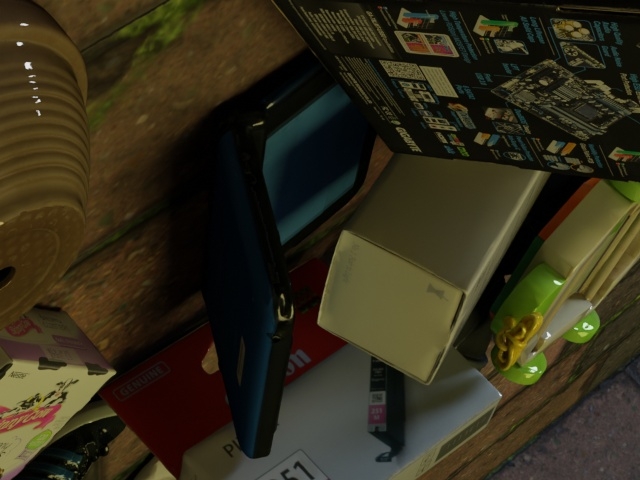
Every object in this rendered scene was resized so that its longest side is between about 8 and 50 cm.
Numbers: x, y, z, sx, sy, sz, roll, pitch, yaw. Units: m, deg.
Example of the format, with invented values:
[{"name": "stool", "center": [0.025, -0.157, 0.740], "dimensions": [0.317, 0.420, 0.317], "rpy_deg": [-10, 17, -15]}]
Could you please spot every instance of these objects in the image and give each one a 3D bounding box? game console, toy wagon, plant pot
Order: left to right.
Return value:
[{"name": "plant pot", "center": [-0.209, -0.015, 0.897], "dimensions": [0.237, 0.110, 0.237], "rpy_deg": [-38, 162, -15]}, {"name": "game console", "center": [0.000, 0.000, 1.280], "dimensions": [0.173, 0.250, 0.293], "rpy_deg": [-10, 153, -11]}, {"name": "toy wagon", "center": [0.249, 0.021, 1.536], "dimensions": [0.344, 0.068, 0.267], "rpy_deg": [-28, 153, -49]}]

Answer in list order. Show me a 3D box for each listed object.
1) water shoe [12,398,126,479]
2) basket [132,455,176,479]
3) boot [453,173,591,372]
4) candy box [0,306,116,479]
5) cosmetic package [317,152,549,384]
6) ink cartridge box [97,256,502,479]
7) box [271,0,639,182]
[{"name": "water shoe", "center": [-0.237, 0.219, 1.400], "dimensions": [0.203, 0.080, 0.073], "rpy_deg": [-35, 160, -23]}, {"name": "basket", "center": [-0.068, 0.388, 1.738], "dimensions": [0.331, 0.328, 0.266], "rpy_deg": [-47, 163, 11]}, {"name": "boot", "center": [0.221, -0.064, 1.662], "dimensions": [0.445, 0.146, 0.367], "rpy_deg": [-56, 172, 7]}, {"name": "candy box", "center": [-0.267, 0.134, 1.165], "dimensions": [0.196, 0.070, 0.165], "rpy_deg": [-45, 161, 8]}, {"name": "cosmetic package", "center": [0.125, -0.053, 1.339], "dimensions": [0.309, 0.113, 0.160], "rpy_deg": [-55, 169, -32]}, {"name": "ink cartridge box", "center": [-0.017, 0.136, 1.421], "dimensions": [0.275, 0.239, 0.060], "rpy_deg": [-32, 155, -31]}, {"name": "box", "center": [0.149, -0.121, 1.064], "dimensions": [0.295, 0.293, 0.073], "rpy_deg": [43, 56, -63]}]
